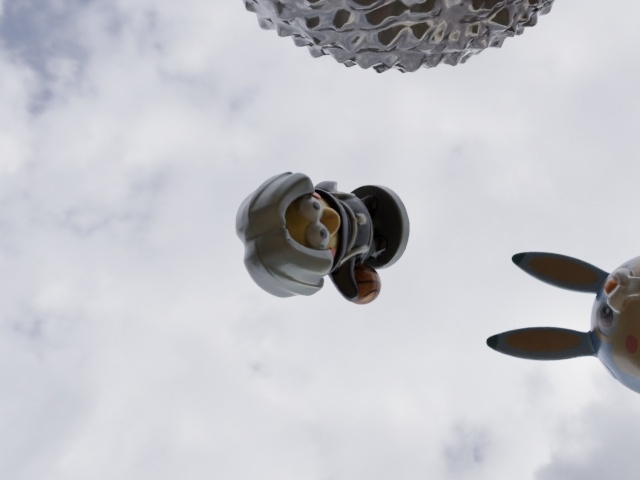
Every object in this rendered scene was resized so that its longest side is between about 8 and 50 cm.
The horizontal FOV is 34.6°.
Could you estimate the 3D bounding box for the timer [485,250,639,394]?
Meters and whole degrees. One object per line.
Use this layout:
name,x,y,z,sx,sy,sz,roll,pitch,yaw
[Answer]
timer,0.321,0.074,1.097,0.255,0.175,0.175,18,-91,11

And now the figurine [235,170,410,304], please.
figurine,0.000,0.000,1.311,0.133,0.236,0.176,-26,-106,39

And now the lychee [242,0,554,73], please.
lychee,0.057,-0.338,0.911,0.380,0.380,0.432,-57,-140,2
